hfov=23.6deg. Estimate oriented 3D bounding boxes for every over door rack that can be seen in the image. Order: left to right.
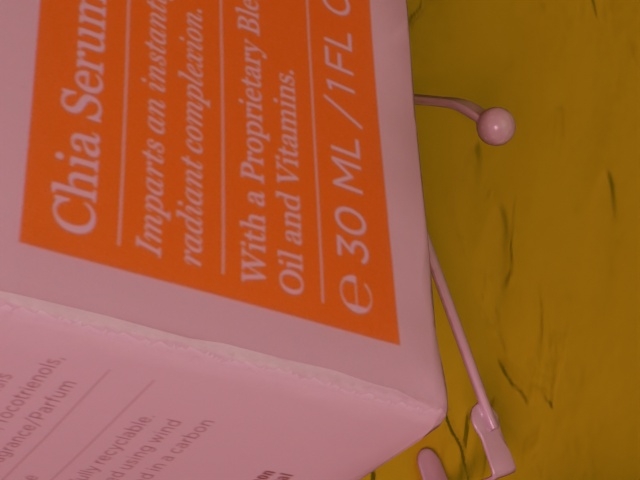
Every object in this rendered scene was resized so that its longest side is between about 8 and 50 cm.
[{"bbox_3d":[0.000,0.000,0.790,0.239,0.108,0.324,-9,88,-44],"label":"over door rack"}]

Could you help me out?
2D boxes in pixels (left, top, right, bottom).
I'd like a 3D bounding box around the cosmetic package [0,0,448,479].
[{"bbox_3d":[-0.194,-0.059,0.470,0.453,0.161,0.230,16,53,-27],"label":"cosmetic package"}]
